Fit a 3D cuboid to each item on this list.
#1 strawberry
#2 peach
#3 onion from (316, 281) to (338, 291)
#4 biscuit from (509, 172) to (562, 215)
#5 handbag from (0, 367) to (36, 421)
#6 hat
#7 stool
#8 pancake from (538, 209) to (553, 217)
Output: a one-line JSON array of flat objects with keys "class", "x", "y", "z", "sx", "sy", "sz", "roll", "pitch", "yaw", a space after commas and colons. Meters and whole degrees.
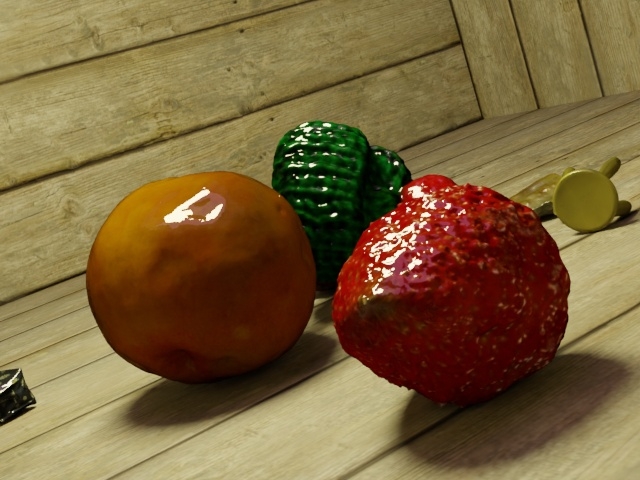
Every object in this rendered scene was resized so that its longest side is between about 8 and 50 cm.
[{"class": "strawberry", "x": 0.132, "y": 0.061, "z": 1.070, "sx": 0.257, "sy": 0.257, "sz": 0.277, "roll": -12, "pitch": 0, "yaw": 32}, {"class": "peach", "x": -0.178, "y": 0.066, "z": 1.454, "sx": 0.343, "sy": 0.343, "sz": 0.301, "roll": -14, "pitch": 53, "yaw": 20}, {"class": "onion", "x": 0.000, "y": 0.000, "z": 1.836, "sx": 0.159, "sy": 0.195, "sz": 0.159, "roll": -36, "pitch": -2, "yaw": -1}, {"class": "biscuit", "x": 0.421, "y": -0.063, "z": 1.842, "sx": 0.174, "sy": 0.039, "sz": 0.183, "roll": -32, "pitch": 23, "yaw": -11}, {"class": "handbag", "x": -0.562, "y": 0.286, "z": 1.634, "sx": 0.115, "sy": 0.072, "sz": 0.139, "roll": -10, "pitch": 25, "yaw": 29}, {"class": "hat", "x": 0.089, "y": -0.063, "z": 1.654, "sx": 0.332, "sy": 0.274, "sz": 0.242, "roll": 3, "pitch": 2, "yaw": 9}, {"class": "stool", "x": 0.469, "y": -0.079, "z": 1.689, "sx": 0.134, "sy": 0.135, "sz": 0.110, "roll": 35, "pitch": 29, "yaw": 17}, {"class": "pancake", "x": 0.448, "y": -0.075, "z": 1.954, "sx": 0.158, "sy": 0.028, "sz": 0.158, "roll": -14, "pitch": 12, "yaw": 3}]
